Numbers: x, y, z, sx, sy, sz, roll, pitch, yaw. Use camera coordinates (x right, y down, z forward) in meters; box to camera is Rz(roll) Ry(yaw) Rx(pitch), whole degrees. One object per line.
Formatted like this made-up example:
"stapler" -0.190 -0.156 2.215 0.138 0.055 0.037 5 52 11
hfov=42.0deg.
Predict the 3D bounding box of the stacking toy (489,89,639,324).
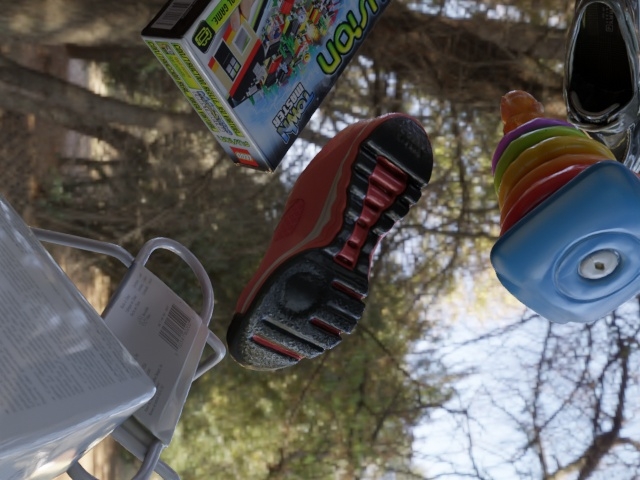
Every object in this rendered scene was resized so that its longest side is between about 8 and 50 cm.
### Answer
"stacking toy" 0.247 -0.073 0.905 0.166 0.175 0.301 -43 -145 26

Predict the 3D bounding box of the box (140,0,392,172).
"box" -0.013 -0.157 0.522 0.036 0.207 0.114 15 -26 37

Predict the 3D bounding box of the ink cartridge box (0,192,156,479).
"ink cartridge box" -0.240 -0.010 0.344 0.308 0.091 0.385 50 2 6

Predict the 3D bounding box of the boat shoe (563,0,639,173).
"boat shoe" 0.362 -0.196 1.089 0.119 0.121 0.335 -53 138 -35

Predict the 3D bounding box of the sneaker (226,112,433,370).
"sneaker" 0.001 0.000 0.910 0.313 0.116 0.136 -56 -153 -4

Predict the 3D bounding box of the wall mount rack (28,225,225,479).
"wall mount rack" -0.246 0.103 0.840 0.130 0.304 0.350 -35 -159 25
